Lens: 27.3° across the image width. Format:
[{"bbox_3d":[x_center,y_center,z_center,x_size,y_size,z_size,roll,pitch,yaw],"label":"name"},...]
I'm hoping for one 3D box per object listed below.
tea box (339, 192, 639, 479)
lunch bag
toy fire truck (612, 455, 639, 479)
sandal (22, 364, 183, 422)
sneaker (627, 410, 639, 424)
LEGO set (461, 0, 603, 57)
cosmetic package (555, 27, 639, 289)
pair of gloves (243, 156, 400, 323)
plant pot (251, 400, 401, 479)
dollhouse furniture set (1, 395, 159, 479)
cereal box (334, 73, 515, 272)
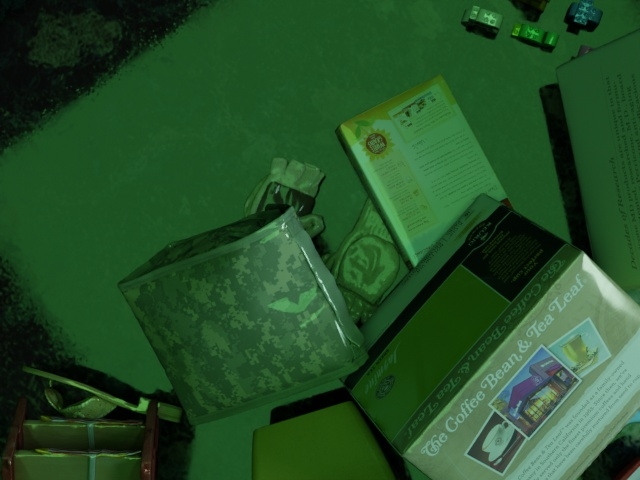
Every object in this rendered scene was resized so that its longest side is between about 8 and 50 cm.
[{"bbox_3d":[0.231,0.155,1.720,0.220,0.323,0.329,41,92,-21],"label":"tea box"},{"bbox_3d":[-0.088,0.091,1.773,0.287,0.169,0.235,-18,104,34],"label":"lunch bag"},{"bbox_3d":[0.534,0.412,1.813,0.254,0.169,0.302,-35,85,-31],"label":"toy fire truck"},{"bbox_3d":[-0.322,0.246,1.889,0.240,0.088,0.079,15,84,-2],"label":"sandal"},{"bbox_3d":[0.464,0.220,1.873,0.162,0.063,0.073,-30,105,6],"label":"sneaker"},{"bbox_3d":[0.322,-0.318,1.866,0.227,0.093,0.087,19,90,3],"label":"LEGO set"},{"bbox_3d":[0.549,-0.126,1.667,0.330,0.394,0.327,-11,89,-14],"label":"cosmetic package"},{"bbox_3d":[0.000,0.000,1.902,0.240,0.042,0.204,17,85,-2],"label":"pair of gloves"},{"bbox_3d":[0.008,0.335,1.821,0.212,0.212,0.187,-17,76,2],"label":"plant pot"},{"bbox_3d":[-0.336,0.415,1.856,0.201,0.152,0.374,4,115,-4],"label":"dollhouse furniture set"},{"bbox_3d":[0.151,-0.093,1.878,0.173,0.047,0.240,-27,88,-11],"label":"cereal box"}]
